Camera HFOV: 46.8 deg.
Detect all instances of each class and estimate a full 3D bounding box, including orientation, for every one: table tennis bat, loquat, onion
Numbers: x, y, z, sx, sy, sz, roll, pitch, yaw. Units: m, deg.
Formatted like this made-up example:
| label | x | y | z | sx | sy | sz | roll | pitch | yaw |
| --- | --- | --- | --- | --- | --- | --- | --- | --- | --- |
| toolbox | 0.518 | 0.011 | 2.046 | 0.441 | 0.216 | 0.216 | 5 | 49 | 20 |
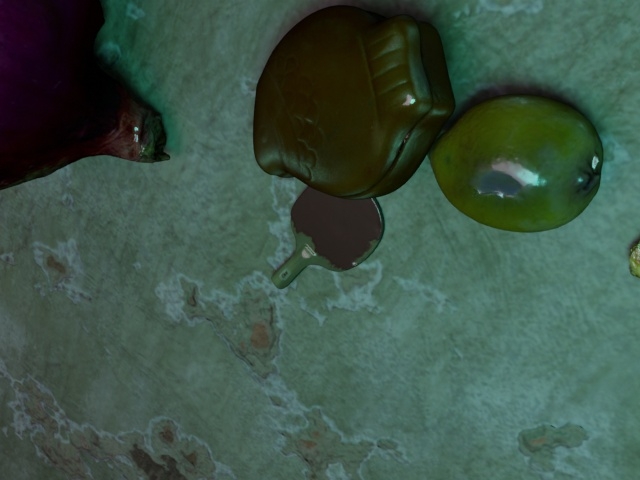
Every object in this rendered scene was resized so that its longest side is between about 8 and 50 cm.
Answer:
| label | x | y | z | sx | sy | sz | roll | pitch | yaw |
| --- | --- | --- | --- | --- | --- | --- | --- | --- | --- |
| table tennis bat | 0.000 | 0.000 | 1.068 | 0.131 | 0.022 | 0.234 | 47 | 128 | 4 |
| loquat | 0.210 | -0.085 | 0.812 | 0.195 | 0.152 | 0.152 | 14 | 121 | 36 |
| onion | -0.408 | -0.208 | 1.040 | 0.420 | 0.398 | 0.398 | 34 | 131 | -13 |

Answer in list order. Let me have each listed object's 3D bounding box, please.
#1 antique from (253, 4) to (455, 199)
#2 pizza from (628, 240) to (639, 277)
| label | x | y | z | sx | sy | sz | roll | pitch | yaw |
| --- | --- | --- | --- | --- | --- | --- | --- | --- | --- |
| antique | 0.035 | -0.155 | 0.865 | 0.278 | 0.129 | 0.224 | -24 | 75 | 45 |
| pizza | 0.394 | -0.003 | 0.805 | 0.123 | 0.026 | 0.109 | -4 | 108 | 37 |
